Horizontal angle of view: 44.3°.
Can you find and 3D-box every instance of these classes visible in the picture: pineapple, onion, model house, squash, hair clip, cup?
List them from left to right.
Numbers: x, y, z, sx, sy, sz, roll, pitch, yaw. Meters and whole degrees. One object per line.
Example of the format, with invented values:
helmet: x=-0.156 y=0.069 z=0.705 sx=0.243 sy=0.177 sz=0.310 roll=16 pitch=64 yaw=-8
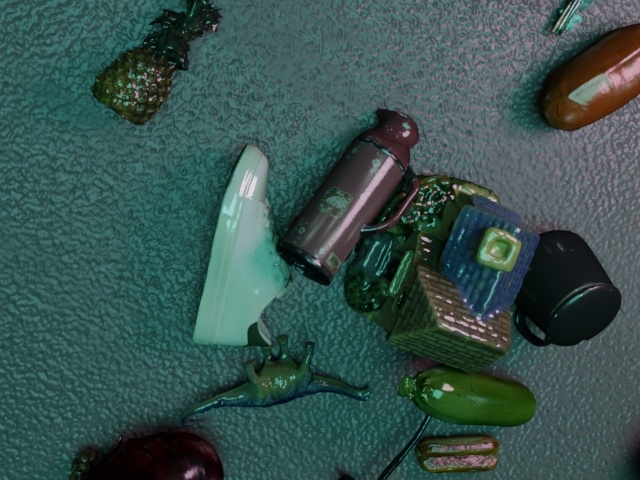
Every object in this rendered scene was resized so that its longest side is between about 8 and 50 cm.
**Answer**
onion: x=-0.297 y=0.451 z=1.375 sx=0.281 sy=0.281 sz=0.221 roll=-30 pitch=146 yaw=-1
pineapple: x=-0.264 y=-0.309 z=1.295 sx=0.125 sy=0.125 sz=0.251 roll=40 pitch=88 yaw=-12
model house: x=0.208 y=0.052 z=1.339 sx=0.261 sy=0.266 sz=0.321 roll=21 pitch=97 yaw=-15
squash: x=0.272 y=0.280 z=1.399 sx=0.378 sy=0.101 sz=0.101 roll=19 pitch=98 yaw=-41
cup: x=0.426 y=0.105 z=1.415 sx=0.169 sy=0.176 sz=0.223 roll=-4 pitch=130 yaw=-25
hair clip: x=0.468 y=-0.437 z=1.394 sx=0.049 sy=0.049 sz=0.173 roll=29 pitch=101 yaw=-11

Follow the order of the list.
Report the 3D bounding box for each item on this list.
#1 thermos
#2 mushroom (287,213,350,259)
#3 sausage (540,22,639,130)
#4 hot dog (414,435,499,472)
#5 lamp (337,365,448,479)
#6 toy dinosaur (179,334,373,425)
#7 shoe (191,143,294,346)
thermos: x=0.071 y=-0.083 z=1.332 sx=0.330 sy=0.136 sz=0.109 roll=-55 pitch=133 yaw=-15
mushroom: x=0.000 y=0.000 z=1.409 sx=0.123 sy=0.052 sz=0.123 roll=-1 pitch=97 yaw=-5
sausage: x=0.501 y=-0.288 z=1.384 sx=0.258 sy=0.133 sz=0.133 roll=-34 pitch=103 yaw=-1
hot dog: x=0.264 y=0.414 z=1.521 sx=0.165 sy=0.045 sz=0.071 roll=0 pitch=102 yaw=-7
lamp: x=0.148 y=0.355 z=1.463 sx=0.108 sy=0.130 sz=0.371 roll=29 pitch=97 yaw=-3
toy dinosaur: x=-0.082 y=0.257 z=1.432 sx=0.363 sy=0.076 sz=0.147 roll=-9 pitch=108 yaw=-10
shoe: x=-0.111 y=0.023 z=1.361 sx=0.160 sy=0.132 sz=0.363 roll=13 pitch=103 yaw=-9
